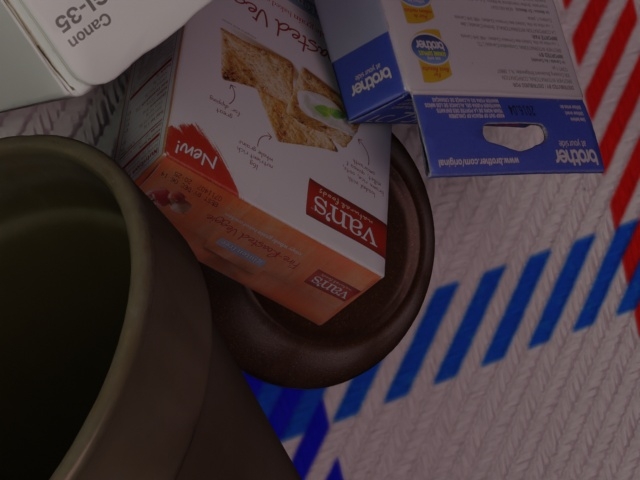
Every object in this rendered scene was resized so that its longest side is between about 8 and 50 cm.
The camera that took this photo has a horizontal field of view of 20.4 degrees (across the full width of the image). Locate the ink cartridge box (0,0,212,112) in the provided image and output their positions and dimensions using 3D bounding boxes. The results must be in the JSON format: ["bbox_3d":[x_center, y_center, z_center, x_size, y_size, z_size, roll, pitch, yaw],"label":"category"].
[{"bbox_3d":[-0.138,-0.167,0.953,0.207,0.283,0.117,-41,108,-24],"label":"ink cartridge box"}]

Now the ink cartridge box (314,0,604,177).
[{"bbox_3d":[0.067,-0.178,1.122,0.186,0.065,0.311,-4,72,-48],"label":"ink cartridge box"}]

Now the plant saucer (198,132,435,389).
[{"bbox_3d":[0.000,0.000,1.170,0.199,0.036,0.198,0,90,-28],"label":"plant saucer"}]

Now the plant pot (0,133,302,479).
[{"bbox_3d":[-0.140,0.150,0.959,0.280,0.323,0.323,46,68,-38],"label":"plant pot"}]

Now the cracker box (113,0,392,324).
[{"bbox_3d":[-0.035,-0.083,1.071,0.156,0.067,0.232,29,44,-26],"label":"cracker box"}]
